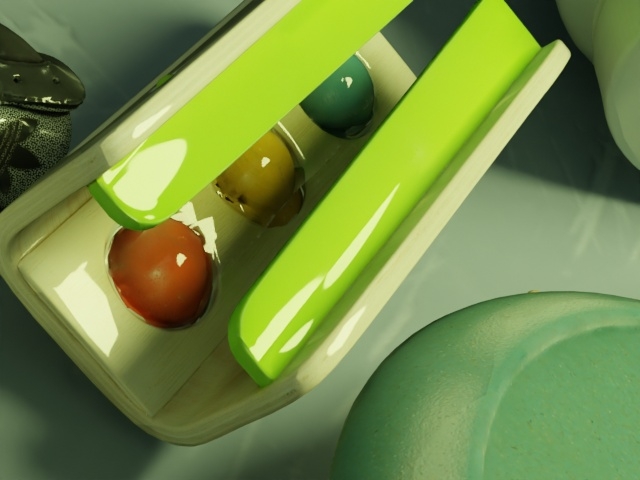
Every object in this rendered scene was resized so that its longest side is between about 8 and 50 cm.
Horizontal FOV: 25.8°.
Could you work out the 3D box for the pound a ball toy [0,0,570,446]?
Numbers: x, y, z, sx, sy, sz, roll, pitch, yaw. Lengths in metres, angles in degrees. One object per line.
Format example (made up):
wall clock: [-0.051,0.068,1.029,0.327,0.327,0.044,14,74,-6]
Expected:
pound a ball toy: [0.000,0.000,0.630,0.208,0.136,0.319,50,48,-11]

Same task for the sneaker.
sneaker: [-0.169,-0.054,0.551,0.153,0.101,0.268,27,10,-22]

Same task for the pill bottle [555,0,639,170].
pill bottle: [0.230,-0.212,0.818,0.204,0.204,0.361,10,50,-12]

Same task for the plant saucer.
plant saucer: [0.151,0.138,0.502,0.318,0.043,0.317,18,44,-19]
